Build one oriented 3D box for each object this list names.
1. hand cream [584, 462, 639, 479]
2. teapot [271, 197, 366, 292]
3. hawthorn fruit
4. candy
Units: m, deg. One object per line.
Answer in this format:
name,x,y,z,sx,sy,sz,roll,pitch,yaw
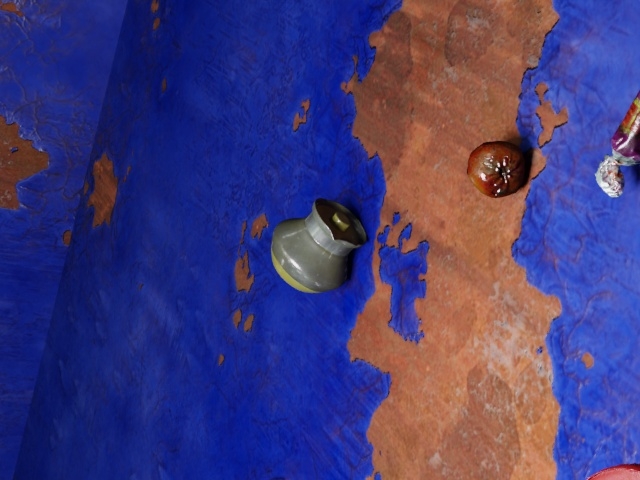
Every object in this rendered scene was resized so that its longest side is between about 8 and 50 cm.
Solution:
hand cream,0.323,0.313,1.176,0.230,0.149,0.230,-34,51,56
teapot,0.000,0.000,1.910,0.119,0.130,0.166,-47,9,26
hawthorn fruit,0.211,-0.088,1.571,0.077,0.077,0.077,-25,62,58
candy,0.344,-0.126,1.363,0.175,0.043,0.045,-64,35,23
